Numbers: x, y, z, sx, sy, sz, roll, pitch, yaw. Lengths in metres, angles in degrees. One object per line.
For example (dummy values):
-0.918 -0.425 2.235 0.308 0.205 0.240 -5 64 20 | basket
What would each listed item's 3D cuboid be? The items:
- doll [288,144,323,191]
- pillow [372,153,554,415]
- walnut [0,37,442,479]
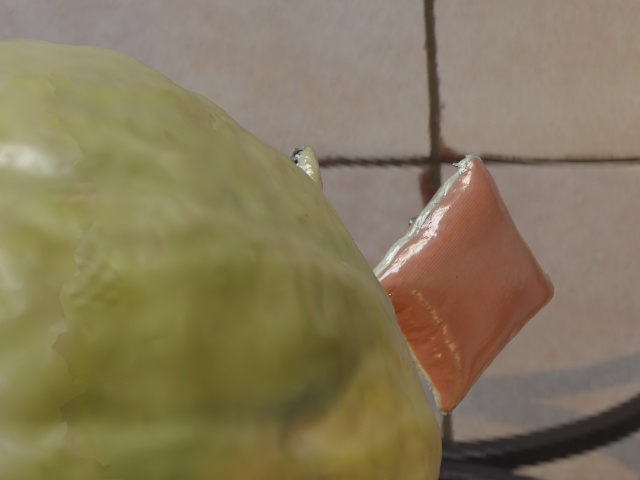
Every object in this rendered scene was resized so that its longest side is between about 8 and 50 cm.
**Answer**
-0.009 0.001 0.716 0.051 0.093 0.061 -21 159 -12 | doll
0.120 0.040 1.266 0.075 0.171 0.179 17 149 50 | pillow
-0.111 0.078 0.466 0.282 0.253 0.277 -5 157 41 | walnut
